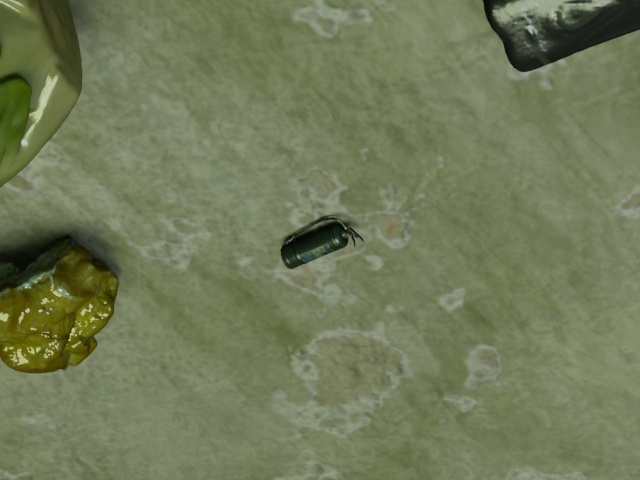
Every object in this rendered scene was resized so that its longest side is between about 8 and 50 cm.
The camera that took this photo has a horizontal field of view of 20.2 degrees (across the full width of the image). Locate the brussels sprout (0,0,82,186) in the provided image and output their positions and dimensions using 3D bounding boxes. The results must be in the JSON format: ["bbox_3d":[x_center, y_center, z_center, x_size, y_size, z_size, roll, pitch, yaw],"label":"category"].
[{"bbox_3d":[-0.379,-0.144,1.516,0.355,0.281,0.289,-18,122,-6],"label":"brussels sprout"}]

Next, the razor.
[{"bbox_3d":[0.214,-0.200,1.499,0.148,0.054,0.090,-17,128,23],"label":"razor"}]

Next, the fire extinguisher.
[{"bbox_3d":[0.000,0.000,1.749,0.083,0.025,0.038,-21,102,28],"label":"fire extinguisher"}]

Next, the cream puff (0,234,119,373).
[{"bbox_3d":[-0.274,0.073,1.803,0.156,0.121,0.156,1,133,1],"label":"cream puff"}]
